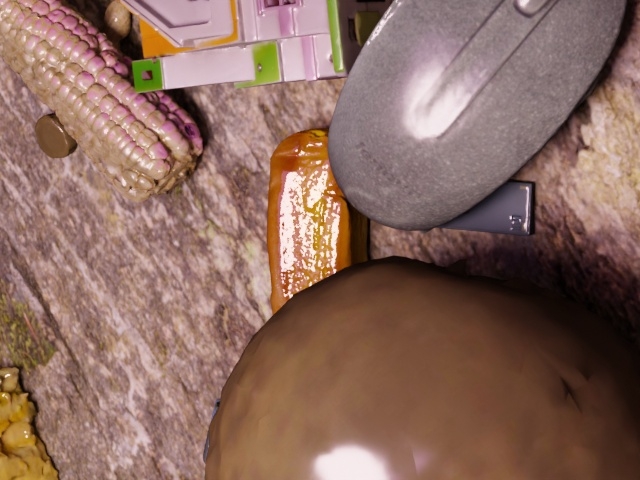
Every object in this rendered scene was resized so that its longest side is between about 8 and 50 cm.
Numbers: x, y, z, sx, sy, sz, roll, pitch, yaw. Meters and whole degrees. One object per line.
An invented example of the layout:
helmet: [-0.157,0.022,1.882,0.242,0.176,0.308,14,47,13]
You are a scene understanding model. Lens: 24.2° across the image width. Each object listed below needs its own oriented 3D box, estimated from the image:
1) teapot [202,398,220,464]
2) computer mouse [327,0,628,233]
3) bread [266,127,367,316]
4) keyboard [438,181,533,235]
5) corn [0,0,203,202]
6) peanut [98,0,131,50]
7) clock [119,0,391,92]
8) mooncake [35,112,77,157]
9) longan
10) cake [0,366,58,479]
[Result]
teapot: [-0.109,0.230,1.773,0.049,0.063,0.083,13,104,-2]
computer mouse: [0.146,-0.157,1.465,0.203,0.114,0.374,39,113,6]
bread: [0.000,0.000,1.631,0.102,0.094,0.246,6,101,27]
keyboard: [0.143,-0.039,1.576,0.176,0.014,0.055,5,100,32]
corn: [-0.272,-0.189,1.730,0.335,0.126,0.126,47,120,5]
peanut: [-0.249,-0.249,1.785,0.037,0.037,0.083,37,120,23]
clock: [-0.090,-0.280,1.602,0.309,0.166,0.235,-3,96,26]
mooncake: [-0.310,-0.274,1.808,0.150,0.057,0.347,30,111,12]
longan: [0.111,0.197,1.405,0.435,0.404,0.404,-11,92,3]
cake: [-0.479,0.327,1.919,0.227,0.222,0.286,-15,90,35]
